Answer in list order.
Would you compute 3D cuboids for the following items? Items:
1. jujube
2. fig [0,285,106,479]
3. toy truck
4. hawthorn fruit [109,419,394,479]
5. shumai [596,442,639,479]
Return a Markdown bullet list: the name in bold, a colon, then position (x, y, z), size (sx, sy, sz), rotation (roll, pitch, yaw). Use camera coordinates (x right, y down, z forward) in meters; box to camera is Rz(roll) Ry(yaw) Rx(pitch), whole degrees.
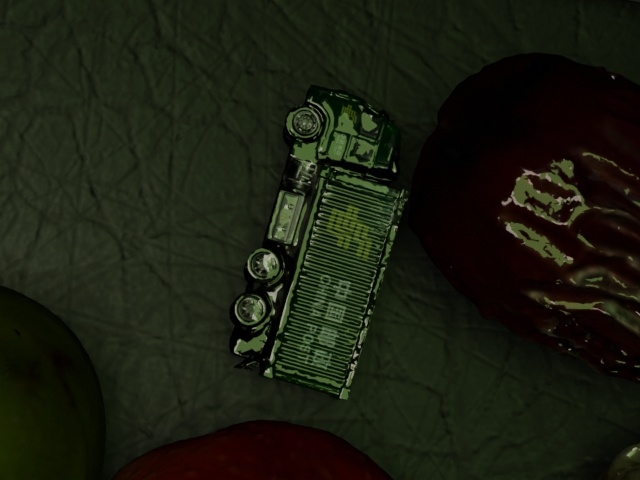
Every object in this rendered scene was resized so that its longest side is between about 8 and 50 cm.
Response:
- **jujube**: position (0.251, -0.013, 1.515), size (0.376, 0.258, 0.258), rotation (32, 82, -9)
- **fig**: position (-0.311, 0.185, 1.406), size (0.316, 0.316, 0.316), rotation (1, 85, -7)
- **toy truck**: position (0.000, 0.000, 1.555), size (0.121, 0.088, 0.259), rotation (16, 84, -4)
- **hawthorn fruit**: position (-0.040, 0.268, 1.403), size (0.287, 0.330, 0.287), rotation (7, 71, -21)
- **shumai**: position (0.322, 0.212, 1.523), size (0.185, 0.184, 0.218), rotation (8, 98, -8)
